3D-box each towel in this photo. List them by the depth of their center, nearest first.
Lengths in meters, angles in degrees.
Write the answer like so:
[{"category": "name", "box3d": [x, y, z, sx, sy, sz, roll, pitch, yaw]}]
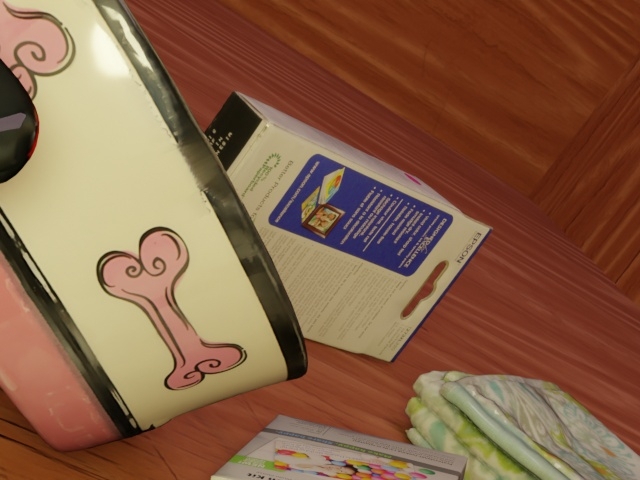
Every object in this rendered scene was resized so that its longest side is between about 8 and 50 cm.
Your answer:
[{"category": "towel", "box3d": [0.274, 0.259, 1.494, 0.374, 0.090, 0.320, 44, 14, 28]}]

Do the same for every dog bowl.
[{"category": "dog bowl", "box3d": [-0.179, -0.057, 0.933, 0.408, 0.150, 0.408, 54, -10, 15]}]

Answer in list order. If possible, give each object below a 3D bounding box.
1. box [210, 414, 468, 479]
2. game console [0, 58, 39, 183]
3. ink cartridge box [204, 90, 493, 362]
[{"category": "box", "box3d": [0.015, 0.167, 1.096, 0.145, 0.038, 0.186, 12, 9, 11]}, {"category": "game console", "box3d": [-0.354, -0.089, 0.642, 0.386, 0.060, 0.342, -19, 47, -32]}, {"category": "ink cartridge box", "box3d": [0.000, 0.000, 1.489, 0.371, 0.176, 0.069, 23, 18, -50]}]
